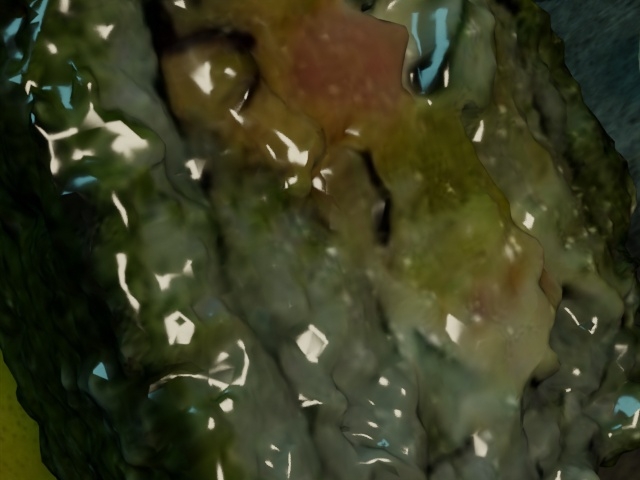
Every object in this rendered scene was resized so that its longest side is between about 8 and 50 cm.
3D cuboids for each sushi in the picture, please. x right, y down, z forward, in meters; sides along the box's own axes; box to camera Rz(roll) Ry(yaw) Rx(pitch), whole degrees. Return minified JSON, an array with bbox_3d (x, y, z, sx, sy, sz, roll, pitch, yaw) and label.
[{"bbox_3d":[0.000,0.000,0.493,0.294,0.352,0.178,-26,3,-34],"label":"sushi"}]

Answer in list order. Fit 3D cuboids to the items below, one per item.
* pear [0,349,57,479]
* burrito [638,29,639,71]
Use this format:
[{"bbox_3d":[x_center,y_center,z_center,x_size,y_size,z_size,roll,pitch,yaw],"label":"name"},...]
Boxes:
[{"bbox_3d":[-0.155,0.090,0.702,0.285,0.285,0.336,-13,56,49],"label":"pear"},{"bbox_3d":[0.231,-0.110,0.647,0.055,0.041,0.149,-35,22,-5],"label":"burrito"}]
